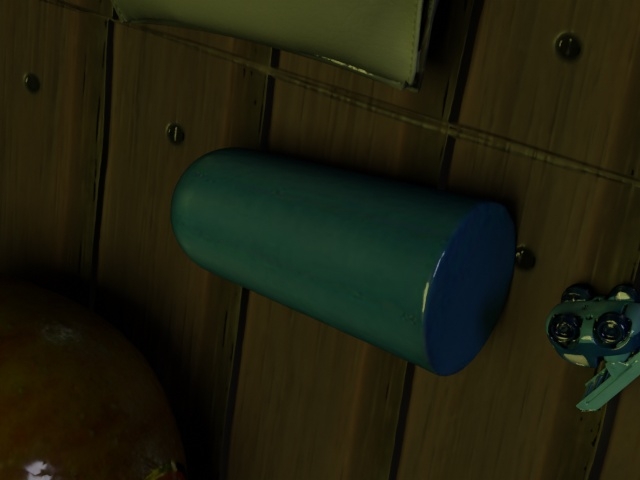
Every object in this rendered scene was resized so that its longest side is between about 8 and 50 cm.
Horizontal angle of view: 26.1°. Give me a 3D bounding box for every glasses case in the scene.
[{"bbox_3d":[-0.033,-0.204,1.043,0.308,0.083,0.128,18,121,28],"label":"glasses case"}]

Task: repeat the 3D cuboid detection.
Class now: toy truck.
[{"bbox_3d":[0.204,0.081,1.004,0.073,0.056,0.090,0,119,28],"label":"toy truck"}]

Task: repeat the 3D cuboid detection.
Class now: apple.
[{"bbox_3d":[-0.317,0.226,1.223,0.400,0.334,0.400,11,110,30],"label":"apple"}]

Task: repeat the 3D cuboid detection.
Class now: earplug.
[{"bbox_3d":[0.000,0.000,1.068,0.273,0.132,0.132,18,115,32],"label":"earplug"}]
